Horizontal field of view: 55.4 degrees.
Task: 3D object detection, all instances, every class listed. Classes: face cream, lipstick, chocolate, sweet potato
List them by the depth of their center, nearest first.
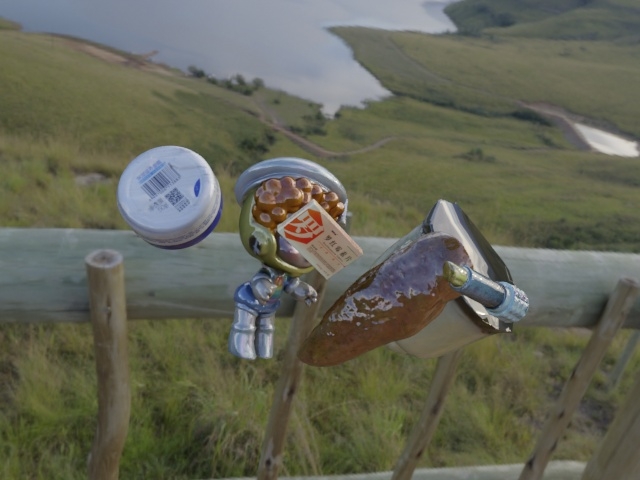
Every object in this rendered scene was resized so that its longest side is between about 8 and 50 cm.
[{"bbox_3d":[0.148,0.046,0.563,0.116,0.037,0.037,24,16,-38],"label":"lipstick"},{"bbox_3d":[0.076,0.083,0.746,0.097,0.252,0.097,46,17,-18],"label":"sweet potato"},{"bbox_3d":[-0.312,-0.091,1.268,0.206,0.111,0.205,0,70,0],"label":"face cream"},{"bbox_3d":[0.261,0.115,1.463,0.314,0.297,0.326,50,36,-14],"label":"chocolate"}]

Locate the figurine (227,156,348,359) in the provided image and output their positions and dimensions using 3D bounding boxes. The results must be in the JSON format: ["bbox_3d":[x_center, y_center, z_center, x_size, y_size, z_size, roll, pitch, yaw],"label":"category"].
[{"bbox_3d":[-0.103,0.027,1.138,0.205,0.381,0.225,20,-8,41],"label":"figurine"}]

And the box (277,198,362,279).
[{"bbox_3d":[0.000,0.000,0.728,0.093,0.058,0.015,46,22,-24],"label":"box"}]
